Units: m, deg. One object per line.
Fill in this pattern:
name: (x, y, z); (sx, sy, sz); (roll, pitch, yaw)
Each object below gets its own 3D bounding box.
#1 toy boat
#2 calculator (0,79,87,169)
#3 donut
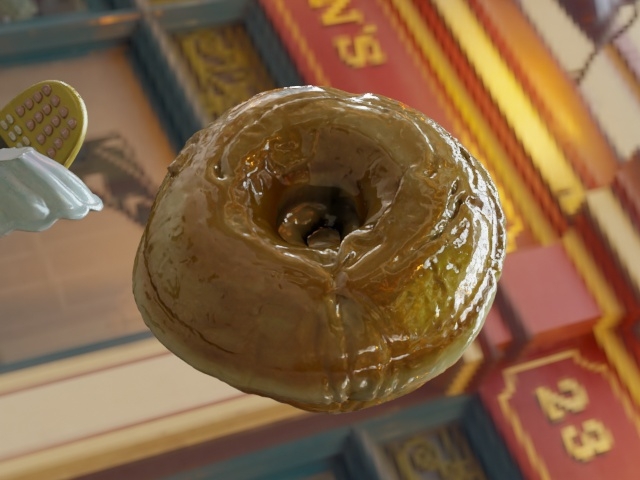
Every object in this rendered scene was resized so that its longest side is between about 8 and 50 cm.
toy boat: (-0.424, -0.058, 2.256); (0.199, 0.290, 0.100); (-58, 138, -75)
calculator: (-0.429, -0.130, 2.580); (0.235, 0.032, 0.146); (-45, -112, 16)
donut: (0.000, 0.000, 2.027); (0.449, 0.449, 0.198); (54, -22, 35)
